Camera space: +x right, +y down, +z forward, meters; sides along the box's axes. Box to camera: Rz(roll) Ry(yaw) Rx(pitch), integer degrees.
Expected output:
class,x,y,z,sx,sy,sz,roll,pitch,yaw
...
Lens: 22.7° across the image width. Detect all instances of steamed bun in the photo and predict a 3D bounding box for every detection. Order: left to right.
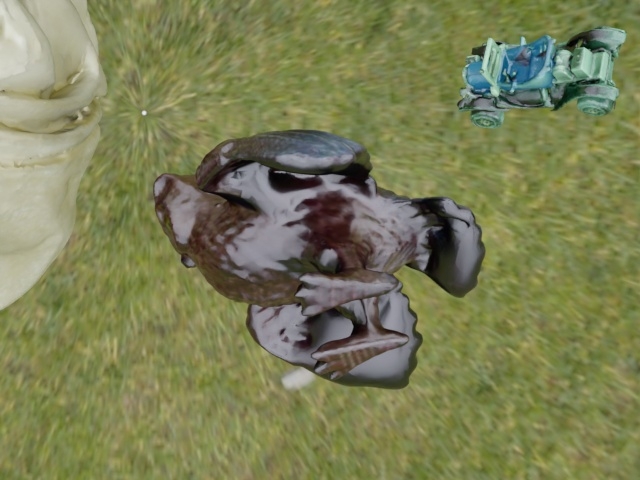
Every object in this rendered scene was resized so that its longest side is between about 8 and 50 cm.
class,x,y,z,sx,sy,sz,roll,pitch,yaw
steamed bun,-0.249,-0.127,1.013,0.203,0.276,0.289,-32,57,27

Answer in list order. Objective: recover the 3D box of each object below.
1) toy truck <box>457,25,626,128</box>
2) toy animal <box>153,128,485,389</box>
class,x,y,z,sx,sy,sz,roll,pitch,yaw
toy truck,0.190,-0.153,1.404,0.078,0.154,0.080,32,64,-46
toy animal,-0.007,-0.002,0.915,0.116,0.179,0.218,-42,141,-17
